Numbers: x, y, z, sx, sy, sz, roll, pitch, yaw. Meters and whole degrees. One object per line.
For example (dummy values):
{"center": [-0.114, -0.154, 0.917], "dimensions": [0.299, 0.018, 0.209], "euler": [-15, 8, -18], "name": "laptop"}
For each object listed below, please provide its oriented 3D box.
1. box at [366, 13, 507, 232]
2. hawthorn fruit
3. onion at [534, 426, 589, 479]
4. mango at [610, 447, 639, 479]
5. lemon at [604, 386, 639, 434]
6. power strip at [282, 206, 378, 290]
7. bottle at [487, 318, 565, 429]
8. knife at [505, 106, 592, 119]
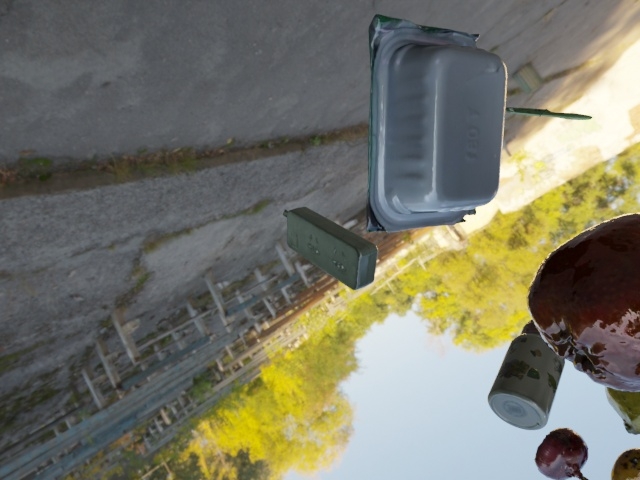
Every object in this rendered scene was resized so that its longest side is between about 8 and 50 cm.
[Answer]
{"center": [0.208, -0.179, 0.724], "dimensions": [0.264, 0.337, 0.106], "euler": [-7, -168, -29], "name": "box"}
{"center": [0.394, 0.059, 0.551], "dimensions": [0.253, 0.205, 0.205], "euler": [-38, 176, -13], "name": "hawthorn fruit"}
{"center": [0.644, 0.571, 1.138], "dimensions": [0.150, 0.150, 0.140], "euler": [-31, -159, -11], "name": "onion"}
{"center": [0.848, 0.641, 1.202], "dimensions": [0.115, 0.090, 0.178], "euler": [-9, 123, -16], "name": "mango"}
{"center": [0.853, 0.351, 1.079], "dimensions": [0.260, 0.260, 0.284], "euler": [-24, 155, -54], "name": "lemon"}
{"center": [0.000, 0.000, 0.921], "dimensions": [0.053, 0.288, 0.093], "euler": [-19, 123, -35], "name": "power strip"}
{"center": [0.460, 0.273, 0.962], "dimensions": [0.253, 0.120, 0.120], "euler": [-44, -177, -38], "name": "bottle"}
{"center": [0.590, -0.331, 1.151], "dimensions": [0.030, 0.207, 0.014], "euler": [-61, 151, -30], "name": "knife"}
